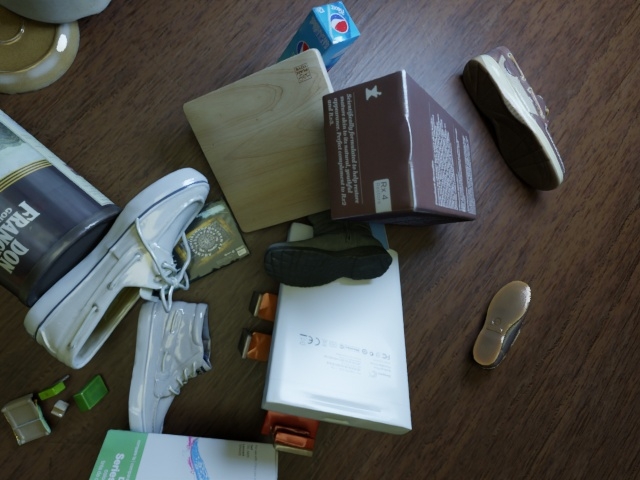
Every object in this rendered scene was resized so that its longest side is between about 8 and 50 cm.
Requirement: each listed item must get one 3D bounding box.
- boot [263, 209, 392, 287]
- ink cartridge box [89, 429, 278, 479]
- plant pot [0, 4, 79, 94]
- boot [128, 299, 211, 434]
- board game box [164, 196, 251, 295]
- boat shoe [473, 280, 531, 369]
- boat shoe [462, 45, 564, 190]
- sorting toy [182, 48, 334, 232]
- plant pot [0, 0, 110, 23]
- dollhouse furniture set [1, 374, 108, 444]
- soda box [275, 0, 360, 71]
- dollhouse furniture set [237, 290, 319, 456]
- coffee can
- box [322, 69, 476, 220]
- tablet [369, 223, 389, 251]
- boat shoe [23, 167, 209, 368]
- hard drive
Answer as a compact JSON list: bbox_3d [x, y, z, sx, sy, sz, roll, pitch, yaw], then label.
[{"bbox_3d":[0.000,0.000,0.769,0.246,0.161,0.084,1,130,-24],"label":"boot"},{"bbox_3d":[-0.225,0.434,0.682,0.277,0.117,0.202,12,116,-13],"label":"ink cartridge box"},{"bbox_3d":[-0.562,-0.380,0.737,0.236,0.032,0.237,1,86,-13],"label":"plant pot"},{"bbox_3d":[-0.257,0.236,0.736,0.123,0.095,0.259,2,85,-6],"label":"boot"},{"bbox_3d":[-0.242,0.011,0.791,0.186,0.026,0.126,-26,92,-13],"label":"board game box"},{"bbox_3d":[0.400,0.188,0.918,0.207,0.073,0.073,-56,137,-7],"label":"boat shoe"},{"bbox_3d":[0.459,-0.278,0.934,0.123,0.123,0.342,-32,88,-12],"label":"boat shoe"},{"bbox_3d":[-0.071,-0.173,0.759,0.256,0.089,0.256,-15,112,20],"label":"sorting toy"},{"bbox_3d":[-0.433,-0.520,0.617,0.333,0.305,0.335,6,74,-21],"label":"plant pot"},{"bbox_3d":[-0.459,0.284,0.724,0.151,0.058,0.076,-22,99,5],"label":"dollhouse furniture set"},{"bbox_3d":[-0.022,-0.334,0.767,0.071,0.210,0.067,-34,96,-31],"label":"soda box"},{"bbox_3d":[-0.023,0.236,0.773,0.261,0.135,0.260,17,83,-12],"label":"dollhouse furniture set"},{"bbox_3d":[-0.483,-0.060,0.649,0.275,0.201,0.202,41,78,-7],"label":"coffee can"},{"bbox_3d":[0.160,-0.125,0.730,0.143,0.381,0.191,-6,86,30],"label":"box"},{"bbox_3d":[0.112,-0.013,0.864,0.054,0.006,0.083,9,49,-17],"label":"tablet"},{"bbox_3d":[-0.285,0.055,0.674,0.156,0.136,0.367,40,78,10],"label":"boat shoe"},{"bbox_3d":[0.036,0.136,0.740,0.232,0.047,0.353,16,48,-12],"label":"hard drive"}]
